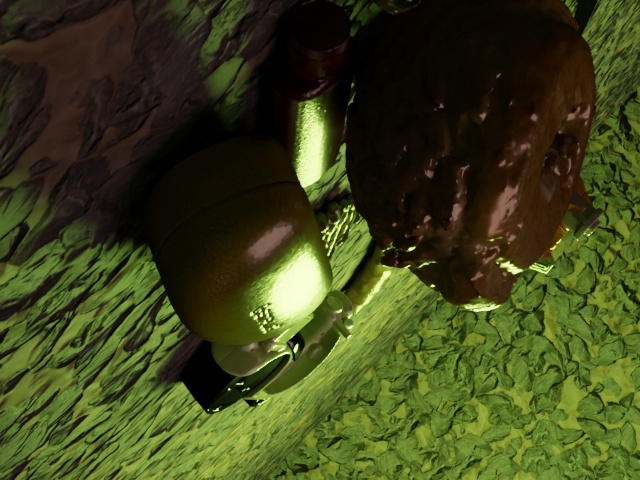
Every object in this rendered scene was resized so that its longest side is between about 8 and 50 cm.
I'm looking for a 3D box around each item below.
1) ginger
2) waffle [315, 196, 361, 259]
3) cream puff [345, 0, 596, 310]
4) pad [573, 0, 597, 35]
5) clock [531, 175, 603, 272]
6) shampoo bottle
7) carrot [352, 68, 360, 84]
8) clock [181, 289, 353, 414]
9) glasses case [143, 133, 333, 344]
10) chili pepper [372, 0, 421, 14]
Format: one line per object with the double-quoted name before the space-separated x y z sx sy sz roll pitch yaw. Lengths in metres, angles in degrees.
"ginger" 0.117 0.050 2.014 0.118 0.065 0.299 -29 161 -42
"waffle" 0.000 0.000 1.562 0.169 0.036 0.183 -51 168 7
"cream puff" 0.147 -0.109 1.070 0.327 0.231 0.343 -28 132 -60
"pad" 0.408 -0.361 1.723 0.323 0.055 0.250 -48 167 5
"clock" 0.291 -0.087 1.610 0.166 0.309 0.235 -41 166 -26
"shampoo bottle" -0.010 -0.146 1.036 0.102 0.064 0.260 -42 166 -20
"carrot" 0.128 -0.243 1.200 0.228 0.069 0.069 -43 166 -12
"clock" -0.077 0.184 1.697 0.276 0.120 0.379 -42 167 8
"glasses case" -0.080 0.023 1.074 0.173 0.141 0.371 -22 165 -1
"chili pepper" 0.118 -0.354 0.805 0.085 0.076 0.359 -2 133 -45
